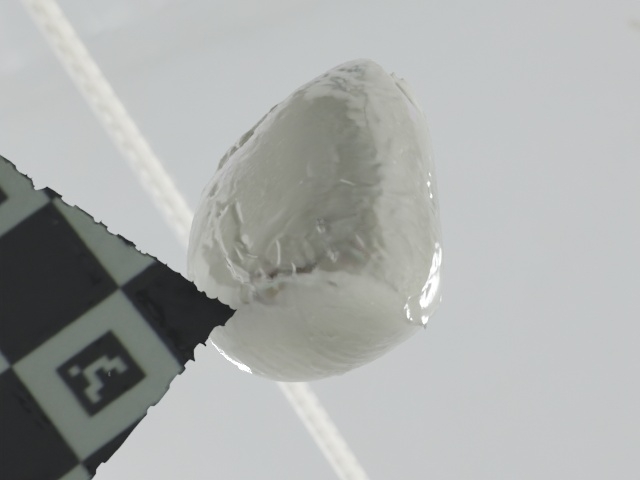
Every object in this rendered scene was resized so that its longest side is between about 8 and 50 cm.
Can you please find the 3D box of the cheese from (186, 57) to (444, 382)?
[{"bbox_3d":[0.000,0.000,1.243,0.189,0.154,0.198,-30,-139,29],"label":"cheese"}]

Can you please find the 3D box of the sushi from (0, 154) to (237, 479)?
[{"bbox_3d":[-0.262,0.083,0.925,0.339,0.069,0.320,32,-108,22],"label":"sushi"}]
